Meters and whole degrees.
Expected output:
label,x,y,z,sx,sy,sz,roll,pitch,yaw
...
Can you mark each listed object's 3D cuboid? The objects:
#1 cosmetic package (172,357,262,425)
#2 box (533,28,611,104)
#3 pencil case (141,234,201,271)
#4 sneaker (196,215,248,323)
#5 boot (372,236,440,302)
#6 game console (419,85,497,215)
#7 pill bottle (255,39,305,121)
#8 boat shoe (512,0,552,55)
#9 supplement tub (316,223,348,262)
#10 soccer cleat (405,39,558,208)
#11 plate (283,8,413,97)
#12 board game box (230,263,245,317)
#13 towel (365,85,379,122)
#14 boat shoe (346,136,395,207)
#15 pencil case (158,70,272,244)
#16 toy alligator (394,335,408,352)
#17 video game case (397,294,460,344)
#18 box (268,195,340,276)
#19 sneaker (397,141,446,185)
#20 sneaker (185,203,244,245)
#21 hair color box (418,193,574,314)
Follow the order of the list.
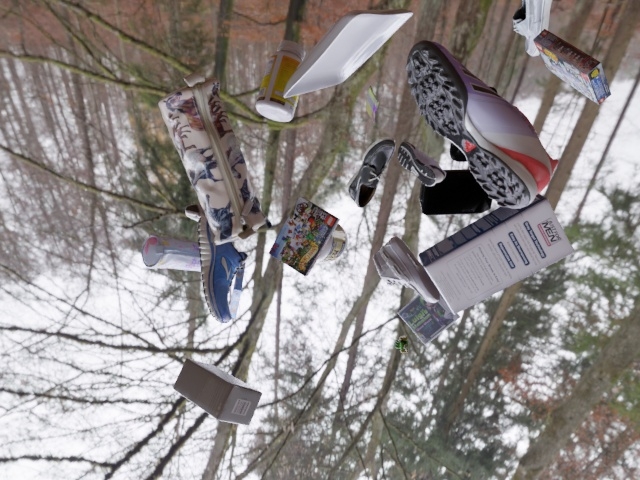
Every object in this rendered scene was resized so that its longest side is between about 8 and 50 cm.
label,x,y,z,sx,sy,sz,roll,pitch,yaw
cosmetic package,-0.295,0.426,1.197,0.237,0.127,0.107,13,-106,41
box,0.439,-0.304,0.738,0.094,0.027,0.137,26,-150,-43
pencil case,-0.475,0.051,1.464,0.124,0.114,0.273,10,178,36
sneaker,-0.286,0.088,1.276,0.147,0.330,0.130,-5,-173,-17
boot,0.276,0.120,1.392,0.095,0.123,0.258,8,-136,-50
game console,0.396,-0.239,1.177,0.213,0.362,0.044,-3,-152,-5
pill bottle,-0.112,-0.476,1.263,0.117,0.215,0.117,15,175,1
boat shoe,0.518,-0.561,1.047,0.081,0.227,0.079,-5,-124,16
supplement tub,0.000,0.000,2.142,0.228,0.229,0.316,19,-173,22
soccer cleat,0.267,-0.204,0.702,0.116,0.108,0.318,-40,-86,-17
plate,0.058,-0.466,1.028,0.277,0.278,0.045,-36,-87,-45
board game box,-0.375,0.223,1.899,0.039,0.212,0.160,9,-135,-10
towel,0.136,-0.357,1.113,0.009,0.083,0.060,-16,-116,-8
boat shoe,0.147,-0.184,1.163,0.084,0.233,0.079,0,-125,-24
pencil case,-0.262,-0.195,1.065,0.159,0.411,0.183,-28,-164,-33
toy alligator,0.301,0.392,1.587,0.051,0.056,0.189,-4,172,12
video game case,0.441,0.305,1.732,0.173,0.190,0.022,50,-157,16
box,-0.057,-0.015,1.476,0.159,0.233,0.044,31,-174,13
sneaker,0.182,-0.139,0.767,0.043,0.040,0.109,-15,-122,-34
sneaker,-0.425,-0.060,1.751,0.292,0.118,0.110,22,-154,-28
hair color box,0.464,0.034,1.142,0.347,0.174,0.105,-31,-165,13
